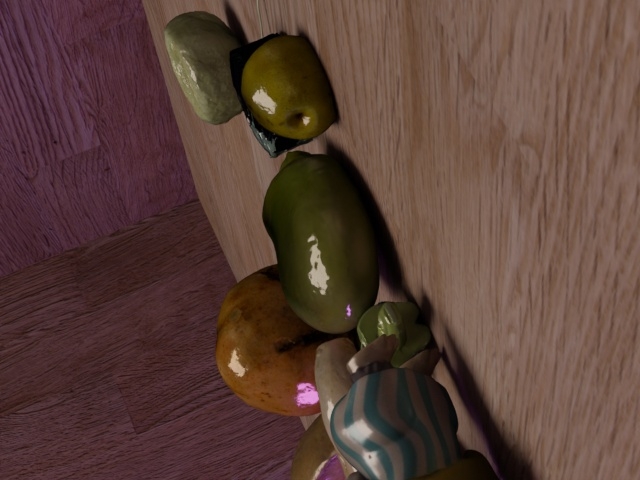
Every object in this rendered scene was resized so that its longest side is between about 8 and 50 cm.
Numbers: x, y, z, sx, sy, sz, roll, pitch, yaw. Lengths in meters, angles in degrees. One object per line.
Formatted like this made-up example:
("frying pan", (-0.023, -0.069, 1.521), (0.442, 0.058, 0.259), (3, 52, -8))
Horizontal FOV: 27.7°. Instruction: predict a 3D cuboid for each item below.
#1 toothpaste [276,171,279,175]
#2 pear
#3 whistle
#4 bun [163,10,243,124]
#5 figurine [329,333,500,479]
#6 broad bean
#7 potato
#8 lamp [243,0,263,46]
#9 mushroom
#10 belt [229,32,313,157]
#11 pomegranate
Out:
("toothpaste", (-0.009, -0.013, 2.107), (0.255, 0.037, 0.067), (60, 164, 26))
("pear", (-0.047, -0.190, 1.670), (0.141, 0.104, 0.141), (160, 90, -85))
("whistle", (0.093, 0.127, 1.659), (0.227, 0.085, 0.105), (84, 161, -67))
("bun", (-0.181, -0.297, 2.181), (0.195, 0.118, 0.195), (59, 171, 16))
("figurine", (0.027, 0.363, 1.549), (0.266, 0.377, 0.361), (26, -142, -53))
("broad bean", (0.001, 0.000, 1.750), (0.291, 0.119, 0.238), (-121, 30, -55))
("potato", (0.011, 0.377, 2.424), (0.264, 0.189, 0.211), (76, 173, -51))
("lamp", (-0.101, -0.327, 1.828), (0.198, 0.056, 0.050), (83, 166, -50))
("mushroom", (0.067, 0.318, 1.943), (0.123, 0.095, 0.351), (-159, 53, -90))
("belt", (-0.065, -0.199, 1.828), (0.151, 0.078, 0.198), (59, 167, 24))
("pomegranate", (-0.046, 0.164, 2.123), (0.260, 0.260, 0.260), (158, 90, -82))
